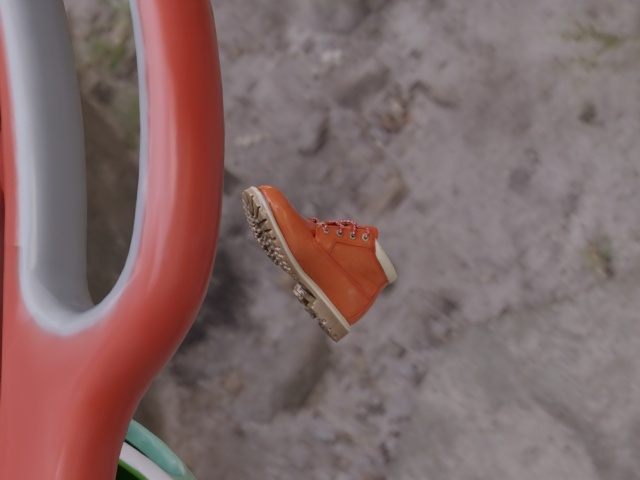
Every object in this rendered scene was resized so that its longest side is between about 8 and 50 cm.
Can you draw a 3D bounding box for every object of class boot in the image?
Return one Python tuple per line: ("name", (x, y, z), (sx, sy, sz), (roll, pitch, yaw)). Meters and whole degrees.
("boot", (0.000, 0.000, 1.565), (0.084, 0.158, 0.059), (-40, 34, -5))

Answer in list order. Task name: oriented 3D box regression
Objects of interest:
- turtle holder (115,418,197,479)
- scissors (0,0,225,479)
("turtle holder", (-0.141, 0.211, 1.000), (0.320, 0.243, 0.227), (59, 144, 3))
("scissors", (-0.051, 0.074, 0.343), (0.109, 0.021, 0.297), (-18, 71, 35))
